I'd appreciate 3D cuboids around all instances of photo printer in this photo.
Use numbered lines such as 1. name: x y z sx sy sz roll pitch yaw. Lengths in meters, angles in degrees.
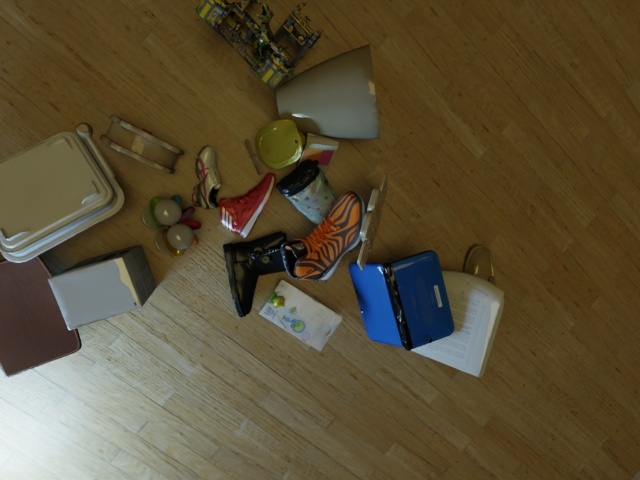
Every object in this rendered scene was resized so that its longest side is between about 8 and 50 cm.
1. photo printer: 0.455 0.260 1.376 0.256 0.107 0.307 16 97 27

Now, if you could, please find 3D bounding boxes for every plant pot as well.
1. plant pot: 0.022 -0.401 1.194 0.274 0.256 0.256 -7 100 8

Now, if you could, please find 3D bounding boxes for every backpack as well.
1. backpack: -0.027 -0.136 1.258 0.152 0.115 0.182 -35 128 9

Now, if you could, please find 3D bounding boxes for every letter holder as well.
1. letter holder: -0.803 0.185 1.162 0.215 0.152 0.301 -20 102 -9

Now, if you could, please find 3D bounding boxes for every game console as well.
1. game console: 0.262 0.187 1.349 0.250 0.173 0.292 -18 102 -7

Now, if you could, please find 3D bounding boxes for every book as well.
1. book: -0.011 -0.255 1.249 0.097 0.144 0.035 10 62 -13

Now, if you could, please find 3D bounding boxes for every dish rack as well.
1. dish rack: -0.735 -0.132 1.094 0.333 0.072 0.285 -33 82 -14

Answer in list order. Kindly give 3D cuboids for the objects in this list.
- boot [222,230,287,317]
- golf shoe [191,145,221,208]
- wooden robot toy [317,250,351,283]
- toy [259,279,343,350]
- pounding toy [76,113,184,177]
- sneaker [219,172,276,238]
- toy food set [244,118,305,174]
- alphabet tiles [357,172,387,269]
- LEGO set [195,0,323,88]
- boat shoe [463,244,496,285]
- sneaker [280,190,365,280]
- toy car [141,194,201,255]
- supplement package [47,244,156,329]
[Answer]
1. boot: -0.180 0.105 1.292 0.207 0.094 0.246 -10 94 -5
2. golf shoe: -0.325 -0.185 1.225 0.086 0.067 0.185 12 103 16
3. wooden robot toy: 0.045 0.065 1.338 0.076 0.079 0.173 38 90 -14
4. toy: -0.063 0.241 1.357 0.237 0.056 0.136 33 95 -9
5. pounding toy: -0.536 -0.248 1.155 0.270 0.154 0.154 26 93 -32
6. sneaker: -0.231 -0.126 1.254 0.128 0.087 0.221 27 92 -15
7. toy food set: -0.120 -0.286 1.223 0.071 0.218 0.128 -42 113 -44
8. alphabet tiles: 0.154 -0.052 1.237 0.021 0.284 0.277 16 82 13
9. LEGO set: -0.143 -0.589 1.109 0.331 0.255 0.192 47 115 -3
10. boat shoe: 0.568 0.169 1.442 0.109 0.098 0.301 -1 99 -11
11. sneaker: 0.000 0.000 1.197 0.180 0.124 0.321 -1 127 -41
12. toy car: -0.422 -0.052 1.212 0.136 0.159 0.181 -34 105 -40
13. supplement package: -0.598 0.122 1.161 0.194 0.203 0.149 -17 102 -8
